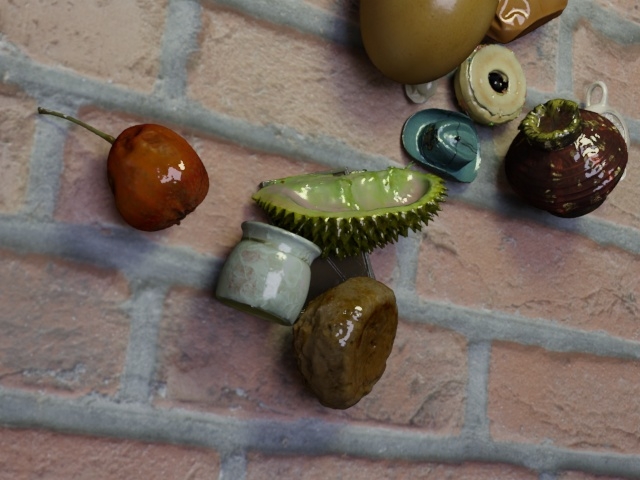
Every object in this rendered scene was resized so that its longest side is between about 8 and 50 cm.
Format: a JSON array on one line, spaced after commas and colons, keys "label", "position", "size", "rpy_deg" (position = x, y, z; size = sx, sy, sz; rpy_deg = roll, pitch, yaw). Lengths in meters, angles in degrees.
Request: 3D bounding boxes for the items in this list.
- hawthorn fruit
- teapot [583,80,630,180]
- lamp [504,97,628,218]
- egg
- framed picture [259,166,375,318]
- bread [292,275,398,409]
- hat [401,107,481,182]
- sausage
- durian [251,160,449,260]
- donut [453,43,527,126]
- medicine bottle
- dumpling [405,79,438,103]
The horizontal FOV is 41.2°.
[{"label": "hawthorn fruit", "position": [-0.310, -0.136, 1.346], "size": [0.285, 0.165, 0.165], "rpy_deg": [38, 65, 7]}, {"label": "teapot", "position": [0.602, -0.231, 1.840], "size": [0.145, 0.092, 0.226], "rpy_deg": [-4, 83, -31]}, {"label": "lamp", "position": [0.483, -0.165, 1.689], "size": [0.247, 0.247, 0.246], "rpy_deg": [4, 81, -27]}, {"label": "egg", "position": [0.198, -0.441, 1.569], "size": [0.250, 0.250, 0.322], "rpy_deg": [26, 77, -22]}, {"label": "framed picture", "position": [0.000, 0.000, 1.533], "size": [0.184, 0.016, 0.249], "rpy_deg": [-14, 90, -29]}, {"label": "bread", "position": [0.038, 0.167, 1.437], "size": [0.230, 0.123, 0.230], "rpy_deg": [-42, 142, -44]}, {"label": "hat", "position": [0.257, -0.189, 1.659], "size": [0.191, 0.078, 0.138], "rpy_deg": [14, 75, -25]}, {"label": "sausage", "position": [0.411, -0.490, 1.757], "size": [0.241, 0.120, 0.136], "rpy_deg": [-26, 82, -34]}, {"label": "durian", "position": [0.077, -0.065, 1.490], "size": [0.356, 0.157, 0.169], "rpy_deg": [-12, 72, -28]}, {"label": "donut", "position": [0.342, -0.314, 1.731], "size": [0.175, 0.068, 0.174], "rpy_deg": [4, 82, -30]}, {"label": "medicine bottle", "position": [-0.086, 0.053, 1.403], "size": [0.147, 0.147, 0.143], "rpy_deg": [26, 76, -22]}, {"label": "dumpling", "position": [0.199, -0.306, 1.672], "size": [0.052, 0.057, 0.076], "rpy_deg": [7, 108, -62]}]
